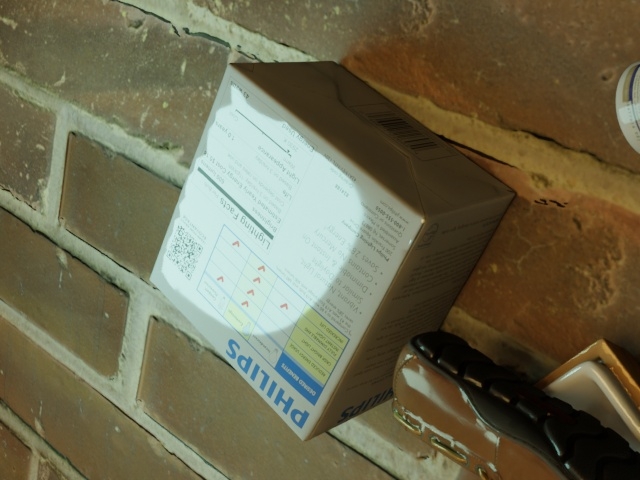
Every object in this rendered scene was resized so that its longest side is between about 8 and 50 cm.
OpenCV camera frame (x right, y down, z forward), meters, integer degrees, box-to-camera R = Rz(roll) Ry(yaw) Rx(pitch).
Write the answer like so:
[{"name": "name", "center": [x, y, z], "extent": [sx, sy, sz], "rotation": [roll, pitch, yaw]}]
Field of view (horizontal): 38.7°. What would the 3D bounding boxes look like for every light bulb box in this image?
[{"name": "light bulb box", "center": [0.000, 0.000, 1.234], "extent": [0.358, 0.225, 0.361], "rotation": [42, 123, 27]}]

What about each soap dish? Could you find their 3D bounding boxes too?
[{"name": "soap dish", "center": [0.344, 0.286, 1.060], "extent": [0.229, 0.118, 0.291], "rotation": [-47, 68, 36]}]

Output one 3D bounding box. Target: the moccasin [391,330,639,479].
[{"name": "moccasin", "center": [0.219, 0.247, 0.990], "extent": [0.380, 0.139, 0.147], "rotation": [30, 117, 35]}]

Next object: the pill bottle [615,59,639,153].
[{"name": "pill bottle", "center": [0.402, -0.149, 0.907], "extent": [0.187, 0.112, 0.112], "rotation": [-11, 91, 58]}]
